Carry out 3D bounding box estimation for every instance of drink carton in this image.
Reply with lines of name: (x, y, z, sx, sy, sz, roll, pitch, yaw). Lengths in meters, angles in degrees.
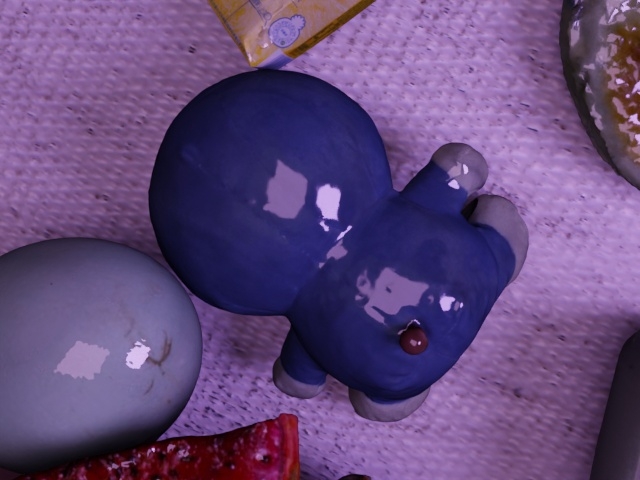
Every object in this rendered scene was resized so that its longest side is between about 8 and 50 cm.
drink carton: (0.020, -0.199, 0.650, 0.200, 0.074, 0.084, -35, 85, 13)

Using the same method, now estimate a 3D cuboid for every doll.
doll: (0.000, 0.000, 0.662, 0.258, 0.154, 0.228, 39, 107, 7)

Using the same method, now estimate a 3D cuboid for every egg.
egg: (-0.179, 0.082, 0.669, 0.231, 0.168, 0.168, -17, 98, 43)

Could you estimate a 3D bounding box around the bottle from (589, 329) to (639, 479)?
bottle: (0.255, 0.240, 0.646, 0.168, 0.168, 0.347, 10, 104, 7)

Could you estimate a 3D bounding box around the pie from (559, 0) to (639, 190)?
pie: (0.306, -0.148, 0.620, 0.302, 0.067, 0.302, 2, 101, 8)

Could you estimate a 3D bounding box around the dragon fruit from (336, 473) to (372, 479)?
dragon fruit: (0.017, 0.340, 0.666, 0.250, 0.250, 0.315, -20, 98, 11)

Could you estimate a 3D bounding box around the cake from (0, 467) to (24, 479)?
cake: (-0.328, 0.321, 0.685, 0.314, 0.293, 0.307, -41, 89, 19)

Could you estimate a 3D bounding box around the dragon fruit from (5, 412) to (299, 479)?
dragon fruit: (-0.119, 0.213, 0.620, 0.262, 0.211, 0.134, -15, 74, 3)
